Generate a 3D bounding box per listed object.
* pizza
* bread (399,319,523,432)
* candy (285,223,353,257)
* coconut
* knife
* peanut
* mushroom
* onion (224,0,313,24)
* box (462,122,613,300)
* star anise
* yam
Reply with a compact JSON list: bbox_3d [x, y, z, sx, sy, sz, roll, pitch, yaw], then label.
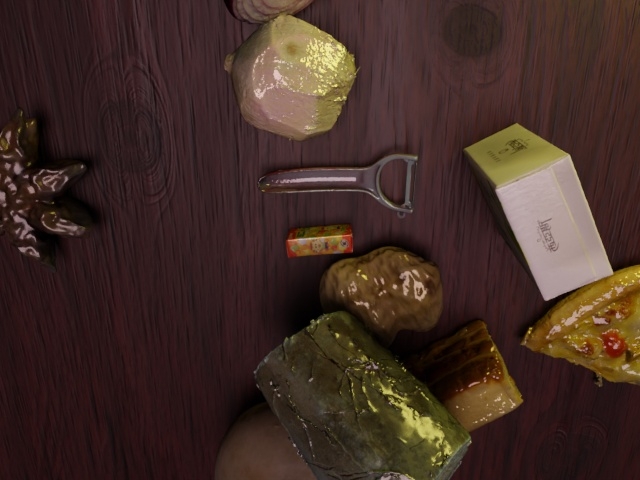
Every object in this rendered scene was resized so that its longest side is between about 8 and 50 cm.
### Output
[{"bbox_3d":[0.581,0.196,1.004,0.287,0.075,0.280,41,108,-12],"label":"pizza"},{"bbox_3d":[0.224,0.284,0.999,0.274,0.185,0.114,-30,111,14],"label":"bread"},{"bbox_3d":[0.000,0.000,0.963,0.122,0.062,0.038,-5,111,4],"label":"candy"},{"bbox_3d":[-0.055,-0.251,0.810,0.194,0.194,0.194,1,111,2],"label":"coconut"},{"bbox_3d":[0.029,-0.098,0.929,0.278,0.053,0.123,1,116,3],"label":"knife"},{"bbox_3d":[0.116,0.107,0.973,0.233,0.110,0.197,-22,104,11],"label":"peanut"},{"bbox_3d":[-0.039,0.491,1.054,0.362,0.294,0.362,16,116,37],"label":"mushroom"},{"bbox_3d":[-0.078,-0.421,0.726,0.195,0.218,0.140,-17,81,22],"label":"onion"},{"bbox_3d":[0.330,-0.058,0.820,0.111,0.260,0.194,-25,107,16],"label":"box"},{"bbox_3d":[-0.561,-0.076,0.937,0.315,0.108,0.315,-1,107,-4],"label":"star anise"},{"bbox_3d":[0.066,0.298,0.850,0.348,0.241,0.241,48,109,21],"label":"yam"}]
